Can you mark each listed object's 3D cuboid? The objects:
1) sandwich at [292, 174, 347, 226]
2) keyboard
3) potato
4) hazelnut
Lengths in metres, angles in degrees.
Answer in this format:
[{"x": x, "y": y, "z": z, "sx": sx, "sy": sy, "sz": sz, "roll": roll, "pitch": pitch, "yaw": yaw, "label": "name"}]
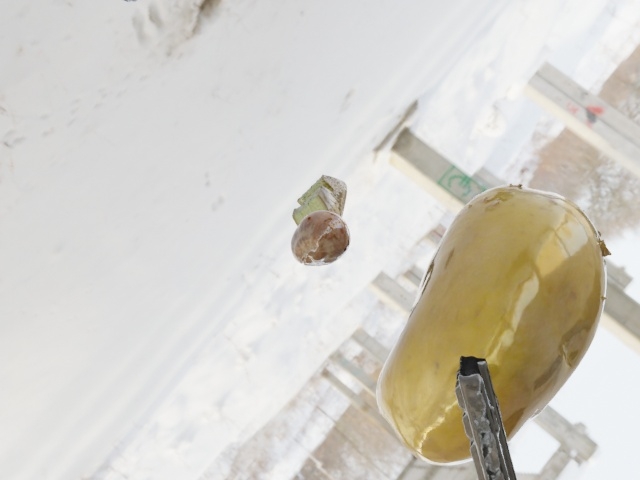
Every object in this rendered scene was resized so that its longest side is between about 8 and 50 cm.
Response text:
[{"x": 0.002, "y": -0.076, "z": 1.570, "sx": 0.090, "sy": 0.088, "sz": 0.244, "roll": -48, "pitch": -168, "yaw": 27, "label": "sandwich"}, {"x": 0.113, "y": 0.211, "z": 0.350, "sx": 0.018, "sy": 0.309, "sz": 0.101, "roll": -15, "pitch": 174, "yaw": 11, "label": "keyboard"}, {"x": 0.130, "y": 0.060, "z": 0.538, "sx": 0.233, "sy": 0.146, "sz": 0.150, "roll": -62, "pitch": 144, "yaw": -25, "label": "potato"}, {"x": 0.000, "y": 0.000, "z": 0.978, "sx": 0.086, "sy": 0.086, "sz": 0.086, "roll": -49, "pitch": 171, "yaw": -11, "label": "hazelnut"}]
